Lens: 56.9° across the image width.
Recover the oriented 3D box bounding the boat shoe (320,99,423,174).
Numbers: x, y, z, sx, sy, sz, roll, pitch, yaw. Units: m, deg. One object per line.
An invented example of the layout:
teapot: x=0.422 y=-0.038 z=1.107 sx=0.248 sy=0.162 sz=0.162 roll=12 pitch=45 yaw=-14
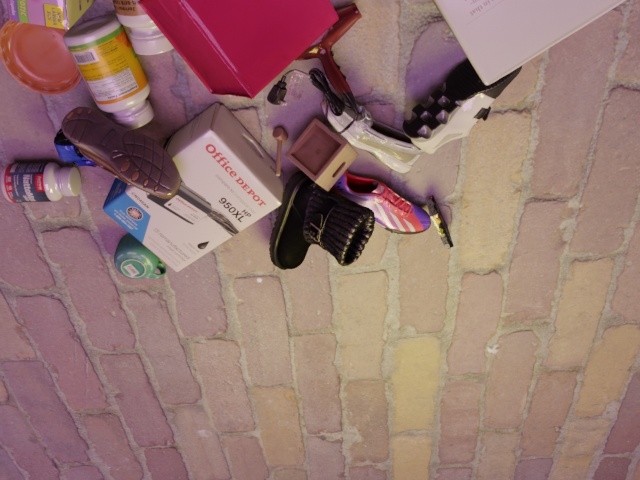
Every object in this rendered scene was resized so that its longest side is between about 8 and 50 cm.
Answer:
boat shoe: x=0.138 y=-0.287 z=1.537 sx=0.320 sy=0.118 sz=0.103 roll=29 pitch=116 yaw=-27

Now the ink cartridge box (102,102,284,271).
ink cartridge box: x=-0.336 y=-0.135 z=1.603 sx=0.394 sy=0.166 sz=0.285 roll=-31 pitch=122 yaw=20

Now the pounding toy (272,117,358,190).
pounding toy: x=-0.037 y=-0.225 z=1.560 sx=0.181 sy=0.206 sz=0.094 roll=-50 pitch=152 yaw=6

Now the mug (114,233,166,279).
mug: x=-0.544 y=0.058 z=1.791 sx=0.157 sy=0.097 sz=0.130 roll=13 pitch=126 yaw=-11

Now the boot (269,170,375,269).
boot: x=-0.002 y=0.001 z=1.652 sx=0.260 sy=0.131 sz=0.348 roll=34 pitch=135 yaw=22

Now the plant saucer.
plant saucer: x=-0.670 y=-0.452 z=1.429 sx=0.199 sy=0.037 sz=0.200 roll=-1 pitch=127 yaw=-1

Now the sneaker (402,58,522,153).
sneaker: x=0.369 y=-0.347 z=1.502 sx=0.330 sy=0.123 sz=0.146 roll=-36 pitch=145 yaw=13

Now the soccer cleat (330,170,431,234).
soccer cleat: x=0.180 y=-0.106 z=1.672 sx=0.318 sy=0.109 sz=0.116 roll=17 pitch=138 yaw=-10

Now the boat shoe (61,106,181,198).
boat shoe: x=-0.476 y=-0.204 z=1.444 sx=0.324 sy=0.123 sz=0.116 roll=36 pitch=159 yaw=5

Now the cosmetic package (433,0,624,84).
cosmetic package: x=0.341 y=-0.600 z=1.157 sx=0.327 sy=0.330 sz=0.394 roll=-31 pitch=123 yaw=20

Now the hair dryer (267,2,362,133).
hair dryer: x=0.017 y=-0.424 z=1.411 sx=0.223 sy=0.080 sz=0.294 roll=21 pitch=107 yaw=-1

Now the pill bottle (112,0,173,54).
pill bottle: x=-0.394 y=-0.540 z=1.307 sx=0.131 sy=0.131 sz=0.229 roll=-5 pitch=128 yaw=2

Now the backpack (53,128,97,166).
backpack: x=-0.630 y=-0.246 z=1.552 sx=0.120 sy=0.098 sz=0.101 roll=-1 pitch=132 yaw=-2

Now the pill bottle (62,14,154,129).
pill bottle: x=-0.494 y=-0.394 z=1.415 sx=0.136 sy=0.136 sz=0.246 roll=-12 pitch=128 yaw=8

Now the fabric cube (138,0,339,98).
fabric cube: x=-0.172 y=-0.479 z=1.223 sx=0.258 sy=0.259 sz=0.254 roll=-45 pitch=122 yaw=-11

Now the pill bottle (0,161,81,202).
pill bottle: x=-0.758 y=-0.159 z=1.611 sx=0.180 sy=0.108 sz=0.108 roll=-2 pitch=128 yaw=0

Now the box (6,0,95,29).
box: x=-0.542 y=-0.582 z=1.201 sx=0.117 sy=0.243 sz=0.214 roll=7 pitch=128 yaw=-7

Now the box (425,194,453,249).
box: x=0.349 y=-0.053 z=1.733 sx=0.027 sy=0.094 sz=0.137 roll=-22 pitch=126 yaw=15
